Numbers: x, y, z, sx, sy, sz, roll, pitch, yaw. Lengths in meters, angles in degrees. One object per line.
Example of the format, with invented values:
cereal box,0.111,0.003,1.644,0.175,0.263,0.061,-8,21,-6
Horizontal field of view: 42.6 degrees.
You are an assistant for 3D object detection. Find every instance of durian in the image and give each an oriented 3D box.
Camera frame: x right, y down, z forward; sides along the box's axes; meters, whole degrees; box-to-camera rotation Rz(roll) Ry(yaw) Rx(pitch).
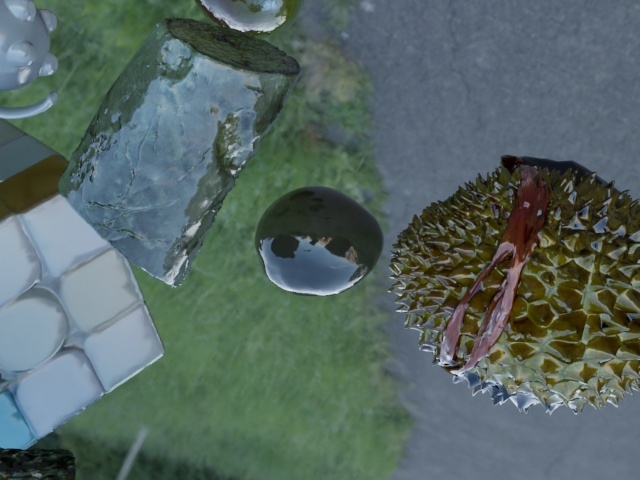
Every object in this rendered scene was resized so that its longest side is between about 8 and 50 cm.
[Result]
durian,0.277,0.048,1.027,0.385,0.347,0.347,-5,160,13

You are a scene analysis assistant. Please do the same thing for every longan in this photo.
longan,0.000,0.000,1.575,0.248,0.248,0.248,27,169,6

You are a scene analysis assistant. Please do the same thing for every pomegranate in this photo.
pomegranate,-0.142,-0.618,1.869,0.291,0.323,0.291,26,169,5

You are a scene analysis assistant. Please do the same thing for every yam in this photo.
yam,-0.141,-0.087,0.767,0.154,0.254,0.154,31,-162,-11

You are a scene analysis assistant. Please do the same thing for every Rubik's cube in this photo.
Rubik's cube,-0.493,0.069,1.201,0.344,0.347,0.346,30,142,42

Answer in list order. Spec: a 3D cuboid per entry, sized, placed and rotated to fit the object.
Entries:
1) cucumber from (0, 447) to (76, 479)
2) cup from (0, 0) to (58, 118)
cucumber,-0.346,0.200,0.642,0.294,0.067,0.067,3,179,-24
cup,-0.422,-0.240,1.065,0.142,0.173,0.134,-1,-165,8
